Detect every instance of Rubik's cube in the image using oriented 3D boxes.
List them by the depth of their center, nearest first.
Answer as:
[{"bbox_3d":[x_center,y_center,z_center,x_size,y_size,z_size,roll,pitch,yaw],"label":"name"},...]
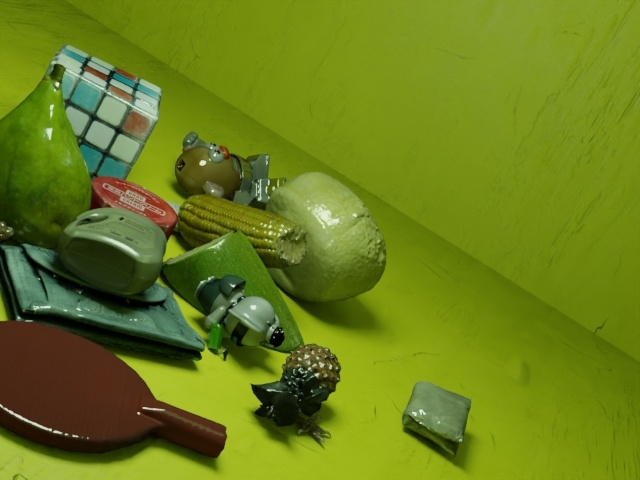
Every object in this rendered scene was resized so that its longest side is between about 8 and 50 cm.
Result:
[{"bbox_3d":[-0.523,-0.258,2.049,0.256,0.259,0.253,26,15,-15],"label":"Rubik's cube"}]

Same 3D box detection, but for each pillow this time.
[{"bbox_3d":[0.238,0.358,1.859,0.134,0.078,0.181,29,19,5],"label":"pillow"}]

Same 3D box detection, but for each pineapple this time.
[{"bbox_3d":[-0.042,0.262,1.618,0.111,0.119,0.237,61,19,-1],"label":"pineapple"}]

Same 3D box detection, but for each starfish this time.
[{"bbox_3d":[-0.020,0.327,1.618,0.086,0.016,0.092,35,23,11],"label":"starfish"}]

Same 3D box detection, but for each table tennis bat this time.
[{"bbox_3d":[-0.331,0.226,1.334,0.414,0.051,0.268,24,18,-16],"label":"table tennis bat"}]

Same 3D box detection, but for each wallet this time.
[{"bbox_3d":[-0.378,0.099,1.584,0.342,0.075,0.237,18,17,-34],"label":"wallet"}]

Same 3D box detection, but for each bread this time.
[{"bbox_3d":[0.009,-0.004,2.134,0.237,0.321,0.320,-23,49,-34],"label":"bread"}]

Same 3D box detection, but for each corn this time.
[{"bbox_3d":[-0.175,-0.018,1.975,0.344,0.131,0.131,14,2,42],"label":"corn"}]

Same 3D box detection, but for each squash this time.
[{"bbox_3d":[-0.186,0.141,1.852,0.289,0.203,0.111,64,12,-10],"label":"squash"}]

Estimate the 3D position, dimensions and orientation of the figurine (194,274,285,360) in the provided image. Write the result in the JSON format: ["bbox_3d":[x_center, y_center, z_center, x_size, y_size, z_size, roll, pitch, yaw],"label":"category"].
[{"bbox_3d":[-0.151,0.143,1.733,0.192,0.126,0.147,32,19,16],"label":"figurine"}]

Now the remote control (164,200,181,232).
[{"bbox_3d":[-0.299,-0.032,2.144,0.229,0.044,0.073,23,40,-43],"label":"remote control"}]

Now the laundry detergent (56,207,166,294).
[{"bbox_3d":[-0.357,0.006,1.612,0.181,0.091,0.253,21,14,-5],"label":"laundry detergent"}]

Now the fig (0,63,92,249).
[{"bbox_3d":[-0.512,-0.146,1.700,0.233,0.314,0.233,25,-11,5],"label":"fig"}]

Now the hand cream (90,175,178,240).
[{"bbox_3d":[-0.395,-0.031,1.834,0.193,0.125,0.193,29,16,-9],"label":"hand cream"}]

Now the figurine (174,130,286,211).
[{"bbox_3d":[-0.250,-0.166,2.392,0.284,0.167,0.342,9,12,-37],"label":"figurine"}]

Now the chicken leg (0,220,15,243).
[{"bbox_3d":[-0.583,-0.004,1.521,0.069,0.085,0.198,57,20,2],"label":"chicken leg"}]
